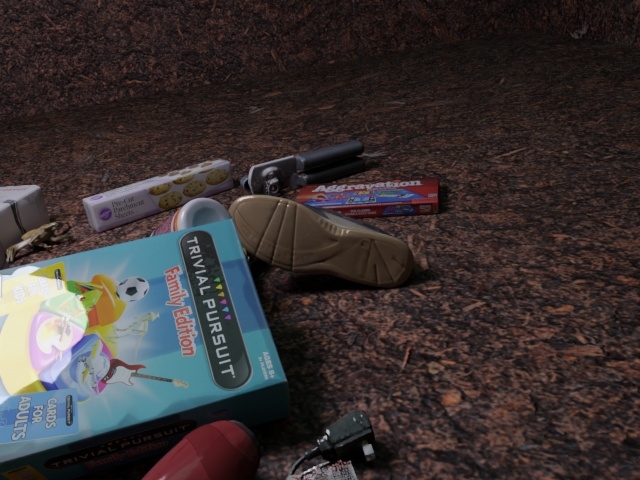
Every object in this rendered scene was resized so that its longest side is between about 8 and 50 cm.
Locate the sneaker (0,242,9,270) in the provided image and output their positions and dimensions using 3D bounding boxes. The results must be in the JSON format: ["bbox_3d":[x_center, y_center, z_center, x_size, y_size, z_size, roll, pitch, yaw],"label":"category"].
[{"bbox_3d":[-0.562,0.094,1.006,0.111,0.129,0.297,2,44,16],"label":"sneaker"}]

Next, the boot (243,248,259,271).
[{"bbox_3d":[-0.117,0.026,1.049,0.213,0.077,0.165,-18,24,-7],"label":"boot"}]

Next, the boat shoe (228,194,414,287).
[{"bbox_3d":[0.000,0.000,1.009,0.285,0.103,0.092,14,6,2],"label":"boat shoe"}]

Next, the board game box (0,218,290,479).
[{"bbox_3d":[-0.231,0.120,0.751,0.336,0.079,0.254,-14,49,-12],"label":"board game box"}]

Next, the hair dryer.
[{"bbox_3d":[-0.062,0.233,0.557,0.293,0.080,0.223,-12,24,-8],"label":"hair dryer"}]

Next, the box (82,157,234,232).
[{"bbox_3d":[-0.341,-0.103,1.431,0.324,0.067,0.063,-22,27,-30],"label":"box"}]

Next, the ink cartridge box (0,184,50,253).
[{"bbox_3d":[-0.682,-0.030,1.337,0.160,0.093,0.219,0,24,16],"label":"ink cartridge box"}]

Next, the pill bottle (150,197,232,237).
[{"bbox_3d":[-0.193,0.003,0.948,0.086,0.086,0.152,-31,2,-42],"label":"pill bottle"}]

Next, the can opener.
[{"bbox_3d":[-0.039,-0.162,1.456,0.283,0.076,0.095,-19,26,-26],"label":"can opener"}]

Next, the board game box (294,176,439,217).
[{"bbox_3d":[0.090,-0.083,1.295,0.281,0.027,0.145,-3,23,12],"label":"board game box"}]

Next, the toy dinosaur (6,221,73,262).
[{"bbox_3d":[-0.542,-0.017,1.313,0.092,0.053,0.183,1,25,24],"label":"toy dinosaur"}]
